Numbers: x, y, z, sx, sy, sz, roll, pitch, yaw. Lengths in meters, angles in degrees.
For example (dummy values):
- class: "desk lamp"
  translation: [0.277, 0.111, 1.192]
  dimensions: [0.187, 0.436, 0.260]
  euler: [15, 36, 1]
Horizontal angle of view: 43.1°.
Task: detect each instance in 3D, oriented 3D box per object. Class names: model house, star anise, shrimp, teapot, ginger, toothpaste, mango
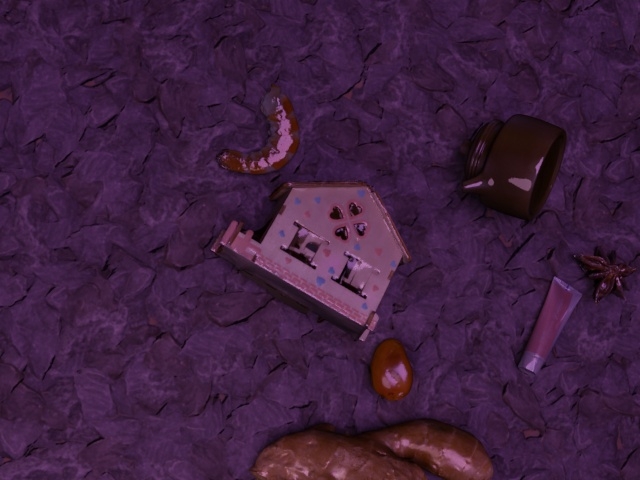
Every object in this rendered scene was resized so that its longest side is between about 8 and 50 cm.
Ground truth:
- class: "model house"
  translation: [0.000, 0.000, 1.464]
  dimensions: [0.326, 0.169, 0.244]
  euler: [31, 74, -7]
- class: "star anise"
  translation: [0.572, 0.066, 1.592]
  dimensions: [0.129, 0.056, 0.124]
  euler: [-11, 68, -20]
- class: "shrimp"
  translation: [-0.123, -0.202, 1.516]
  dimensions: [0.166, 0.049, 0.161]
  euler: [-13, 89, -2]
- class: "teapot"
  translation: [0.353, -0.156, 1.526]
  dimensions: [0.175, 0.186, 0.268]
  euler: [25, 47, 23]
- class: "ginger"
  translation: [0.093, 0.394, 1.441]
  dimensions: [0.348, 0.122, 0.363]
  euler: [28, 44, 28]
- class: "toothpaste"
  translation: [0.441, 0.168, 1.572]
  dimensions: [0.067, 0.043, 0.195]
  euler: [31, 75, -2]
- class: "mango"
  translation: [0.132, 0.240, 1.505]
  dimensions: [0.080, 0.060, 0.114]
  euler: [3, 86, 5]
